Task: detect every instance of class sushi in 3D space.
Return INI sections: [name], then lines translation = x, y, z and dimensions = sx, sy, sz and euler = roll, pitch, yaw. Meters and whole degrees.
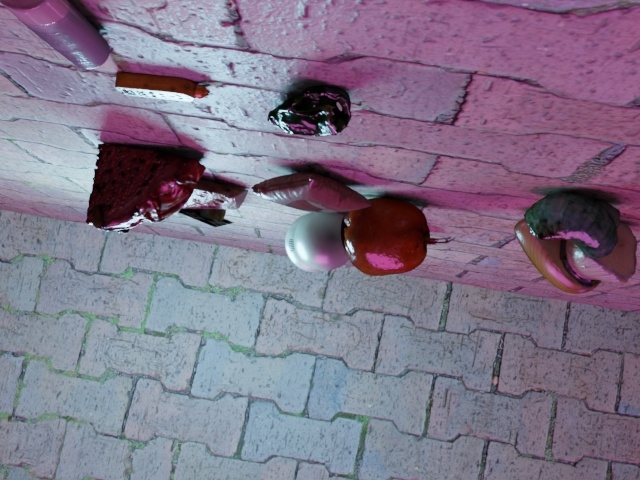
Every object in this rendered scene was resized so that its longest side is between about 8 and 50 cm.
[sushi]
translation = -0.413, -0.126, 2.415
dimensions = 0.292, 0.059, 0.294
euler = 22, -173, 4

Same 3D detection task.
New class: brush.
[brush]
translation = 0.606, 0.012, 1.895
dimensions = 0.266, 0.174, 0.166
euler = 28, 154, -14

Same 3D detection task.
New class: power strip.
[power strip]
translation = -0.276, -0.266, 1.379
dimensions = 0.178, 0.028, 0.049
euler = 7, 171, 12

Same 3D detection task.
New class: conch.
[conch]
translation = 0.553, -0.039, 1.688
dimensions = 0.188, 0.122, 0.176
euler = 16, -169, -26

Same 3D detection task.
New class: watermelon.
[watermelon]
translation = -0.326, -0.139, 2.238
dimensions = 0.241, 0.094, 0.154
euler = 10, 163, -11

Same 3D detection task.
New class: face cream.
[face cream]
translation = -0.367, -0.305, 1.110
dimensions = 0.084, 0.057, 0.198
euler = 8, 170, 10

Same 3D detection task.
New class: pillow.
[pillow]
translation = -0.022, -0.117, 1.951
dimensions = 0.223, 0.084, 0.236
euler = 2, 173, 41

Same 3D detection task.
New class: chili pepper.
[chili pepper]
translation = -0.034, -0.217, 1.334
dimensions = 0.108, 0.062, 0.216
euler = 21, 168, -29

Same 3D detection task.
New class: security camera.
[security camera]
translation = 0.000, 0.000, 2.394
dimensions = 0.194, 0.194, 0.236
euler = 11, 172, -11

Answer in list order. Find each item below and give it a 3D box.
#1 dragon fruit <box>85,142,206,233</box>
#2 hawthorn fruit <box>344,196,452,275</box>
[dragon fruit]
translation = -0.435, -0.152, 1.959
dimensions = 0.330, 0.302, 0.240
euler = -12, 130, 41
[hawthorn fruit]
translation = 0.199, -0.006, 2.045
dimensions = 0.299, 0.211, 0.211
euler = 7, 172, 26
